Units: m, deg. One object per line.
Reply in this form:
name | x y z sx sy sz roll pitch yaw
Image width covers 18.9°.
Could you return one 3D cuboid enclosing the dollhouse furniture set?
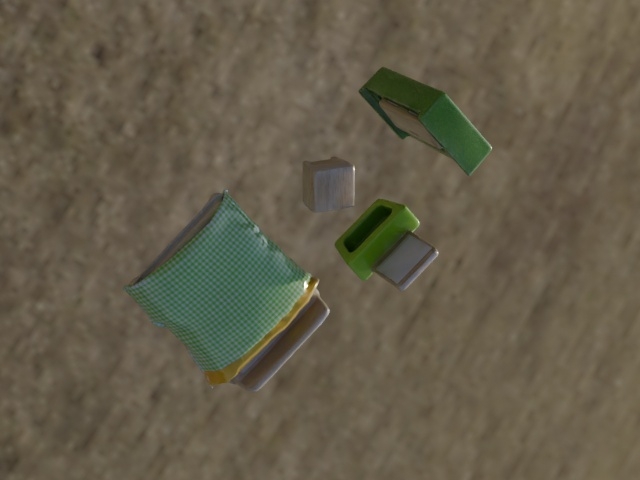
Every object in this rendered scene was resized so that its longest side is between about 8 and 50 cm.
dollhouse furniture set | 0.000 0.000 0.804 0.152 0.058 0.076 -46 121 -5
